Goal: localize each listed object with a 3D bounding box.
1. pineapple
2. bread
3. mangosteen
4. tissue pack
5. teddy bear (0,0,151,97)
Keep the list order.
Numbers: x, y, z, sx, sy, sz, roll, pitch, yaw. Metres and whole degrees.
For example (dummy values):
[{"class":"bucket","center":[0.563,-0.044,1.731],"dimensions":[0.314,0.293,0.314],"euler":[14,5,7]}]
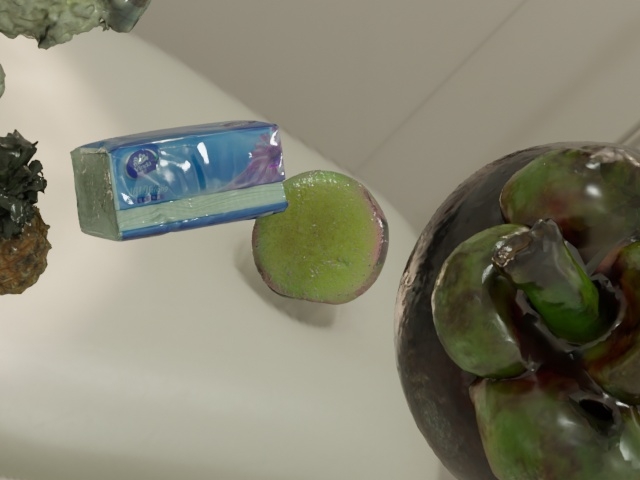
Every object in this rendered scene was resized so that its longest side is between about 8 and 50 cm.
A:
[{"class":"pineapple","center":[-0.406,-0.037,1.529],"dimensions":[0.128,0.248,0.128],"euler":[7,52,-9]},{"class":"bread","center":[0.000,0.000,1.938],"dimensions":[0.228,0.228,0.033],"euler":[43,4,-4]},{"class":"mangosteen","center":[0.190,0.063,0.863],"dimensions":[0.311,0.311,0.311],"euler":[29,36,-24]},{"class":"tissue pack","center":[-0.206,-0.090,1.737],"dimensions":[0.263,0.198,0.146],"euler":[-10,99,-27]},{"class":"teddy bear","center":[-0.400,-0.332,1.449],"dimensions":[0.362,0.327,0.375],"euler":[-13,13,-14]}]
